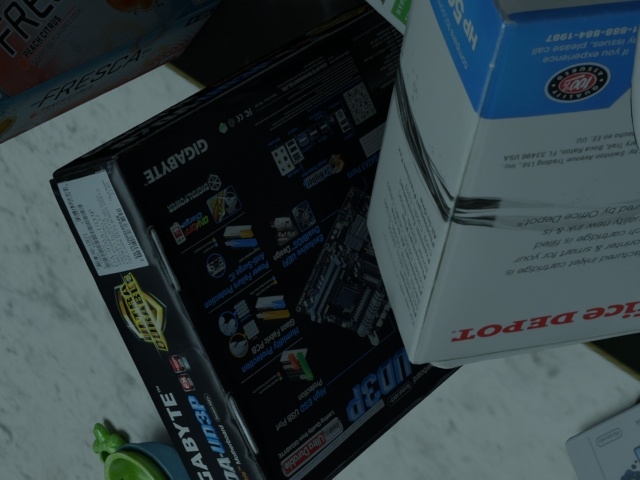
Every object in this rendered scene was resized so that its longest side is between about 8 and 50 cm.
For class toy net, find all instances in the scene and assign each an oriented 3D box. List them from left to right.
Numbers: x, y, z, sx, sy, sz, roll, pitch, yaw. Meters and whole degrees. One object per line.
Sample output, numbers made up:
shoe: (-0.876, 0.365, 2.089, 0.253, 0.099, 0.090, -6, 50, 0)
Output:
toy net: (-0.102, 0.241, 1.154, 0.122, 0.045, 0.232, -5, 112, 46)

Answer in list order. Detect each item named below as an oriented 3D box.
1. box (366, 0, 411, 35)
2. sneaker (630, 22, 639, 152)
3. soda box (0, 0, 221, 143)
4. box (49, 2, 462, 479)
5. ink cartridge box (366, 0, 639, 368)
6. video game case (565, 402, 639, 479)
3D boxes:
box: (0.076, -0.141, 0.673, 0.087, 0.102, 0.101, 45, 140, 17)
sneaker: (0.161, -0.109, 0.482, 0.121, 0.111, 0.300, 119, 153, -68)
soda box: (-0.141, -0.104, 0.852, 0.058, 0.183, 0.063, 52, 139, 5)
box: (0.000, 0.000, 0.752, 0.051, 0.220, 0.175, -11, 108, 46)
ink cartridge box: (0.107, -0.048, 0.632, 0.203, 0.148, 0.086, 102, 156, -52)
video game case: (0.192, 0.138, 0.769, 0.157, 0.019, 0.143, -40, 64, 52)
